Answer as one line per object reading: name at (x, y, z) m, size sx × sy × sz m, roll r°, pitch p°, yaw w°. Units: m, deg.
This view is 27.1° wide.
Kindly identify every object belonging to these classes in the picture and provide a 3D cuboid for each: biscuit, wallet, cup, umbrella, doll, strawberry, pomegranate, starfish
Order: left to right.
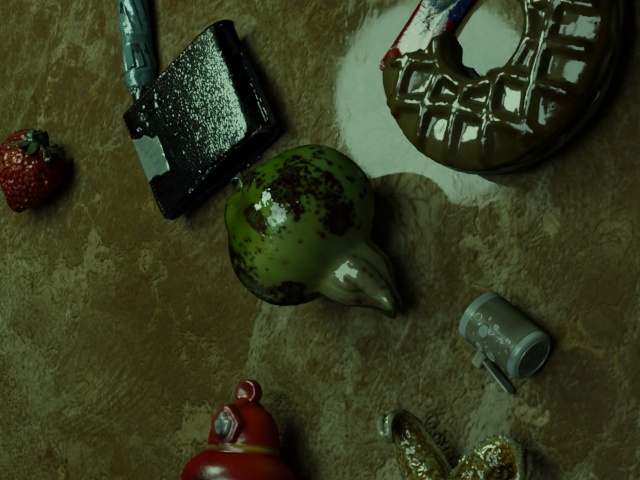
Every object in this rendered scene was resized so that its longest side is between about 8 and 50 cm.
strawberry at (-0.522, -0.125, 2.348) m, size 0.148 × 0.131 × 0.131 m, roll -39°, pitch 58°, yaw 20°
umbrella at (-0.308, -0.312, 2.240) m, size 0.052 × 0.053 × 0.250 m, roll -19°, pitch 71°, yaw 43°
wallet at (-0.195, -0.189, 2.095) m, size 0.262 × 0.071 × 0.221 m, roll -39°, pitch 64°, yaw 28°
doll at (-0.117, 0.377, 1.875) m, size 0.182 × 0.160 × 0.363 m, roll -3°, pitch 77°, yaw 40°
pomegranate at (-0.011, 0.006, 1.819) m, size 0.277 × 0.204 × 0.222 m, roll 61°, pitch 139°, yaw 33°
starfish at (0.153, 0.370, 1.678) m, size 0.312 × 0.113 × 0.303 m, roll 1°, pitch 82°, yaw 38°
cup at (0.227, 0.133, 1.677) m, size 0.099 × 0.074 × 0.102 m, roll 41°, pitch 108°, yaw 38°
biscuit at (0.250, -0.232, 1.703) m, size 0.366 × 0.115 × 0.268 m, roll -45°, pitch 56°, yaw 27°

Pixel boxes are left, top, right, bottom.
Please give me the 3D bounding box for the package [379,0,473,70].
package at (0.154, -0.303, 1.860) m, size 0.083 × 0.022 × 0.200 m, roll 48°, pitch 114°, yaw 36°
